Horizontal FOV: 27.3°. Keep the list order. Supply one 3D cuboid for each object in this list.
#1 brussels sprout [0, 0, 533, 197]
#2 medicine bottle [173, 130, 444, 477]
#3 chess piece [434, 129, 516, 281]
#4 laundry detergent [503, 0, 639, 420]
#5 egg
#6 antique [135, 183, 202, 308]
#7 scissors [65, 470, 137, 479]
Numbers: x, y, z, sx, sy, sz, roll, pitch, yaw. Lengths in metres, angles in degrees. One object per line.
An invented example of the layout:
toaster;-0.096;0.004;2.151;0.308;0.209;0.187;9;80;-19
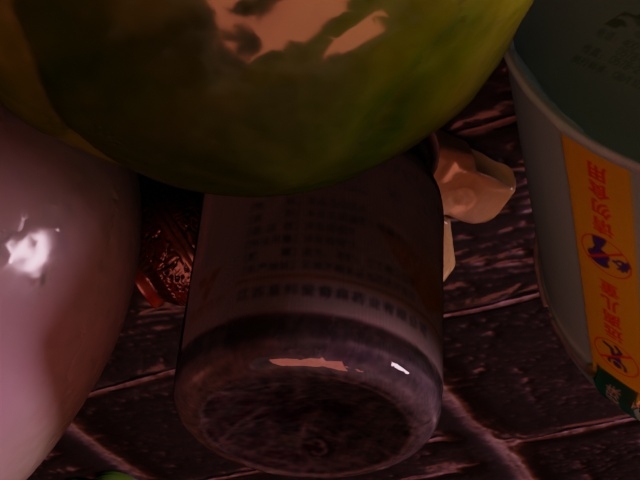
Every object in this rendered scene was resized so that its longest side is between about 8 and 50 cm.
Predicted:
brussels sprout;-0.037;-0.184;0.616;0.371;0.276;0.315;-20;122;30
medicine bottle;0.000;0.000;0.854;0.165;0.273;0.165;3;145;2
chess piece;0.067;0.000;1.024;0.090;0.090;0.200;19;130;-20
laundry detergent;0.257;-0.046;0.753;0.287;0.287;0.305;-5;143;12
egg;-0.279;0.007;0.859;0.340;0.354;0.354;-36;133;10
antique;-0.103;0.002;1.018;0.104;0.104;0.104;3;144;2
scissors;-0.215;0.326;1.535;0.101;0.027;0.204;-14;139;25
